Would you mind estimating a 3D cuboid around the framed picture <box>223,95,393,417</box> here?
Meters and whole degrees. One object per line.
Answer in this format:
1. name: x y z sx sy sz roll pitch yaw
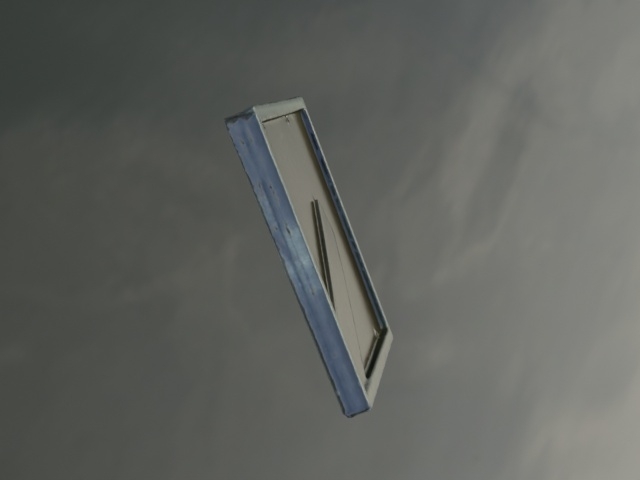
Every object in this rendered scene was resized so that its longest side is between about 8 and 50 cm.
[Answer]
1. framed picture: 0.000 0.000 0.884 0.015 0.150 0.203 -21 -176 8
